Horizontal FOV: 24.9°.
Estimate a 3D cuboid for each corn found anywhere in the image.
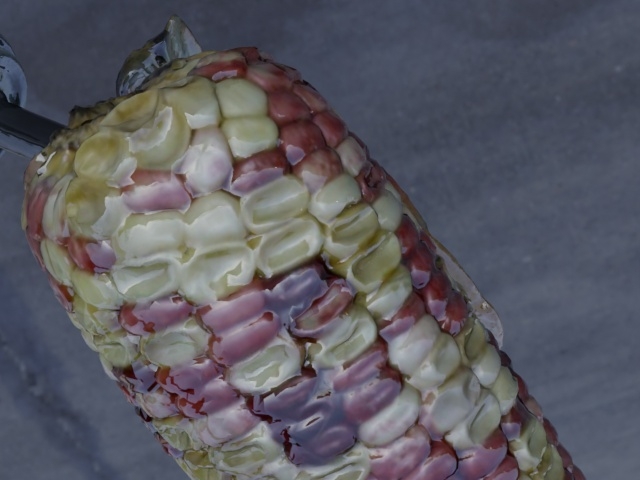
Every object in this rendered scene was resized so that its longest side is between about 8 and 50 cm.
[{"bbox_3d":[0.024,0.074,0.417,0.098,0.290,0.098,-31,-167,8],"label":"corn"}]

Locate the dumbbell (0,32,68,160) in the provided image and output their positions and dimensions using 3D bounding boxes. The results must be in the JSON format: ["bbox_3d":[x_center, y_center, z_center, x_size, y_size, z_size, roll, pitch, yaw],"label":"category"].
[{"bbox_3d":[-0.228,-0.081,1.255,0.406,0.179,0.179,23,166,21],"label":"dumbbell"}]

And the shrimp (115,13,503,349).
[{"bbox_3d":[-0.001,0.001,0.683,0.173,0.058,0.253,17,152,36],"label":"shrimp"}]
